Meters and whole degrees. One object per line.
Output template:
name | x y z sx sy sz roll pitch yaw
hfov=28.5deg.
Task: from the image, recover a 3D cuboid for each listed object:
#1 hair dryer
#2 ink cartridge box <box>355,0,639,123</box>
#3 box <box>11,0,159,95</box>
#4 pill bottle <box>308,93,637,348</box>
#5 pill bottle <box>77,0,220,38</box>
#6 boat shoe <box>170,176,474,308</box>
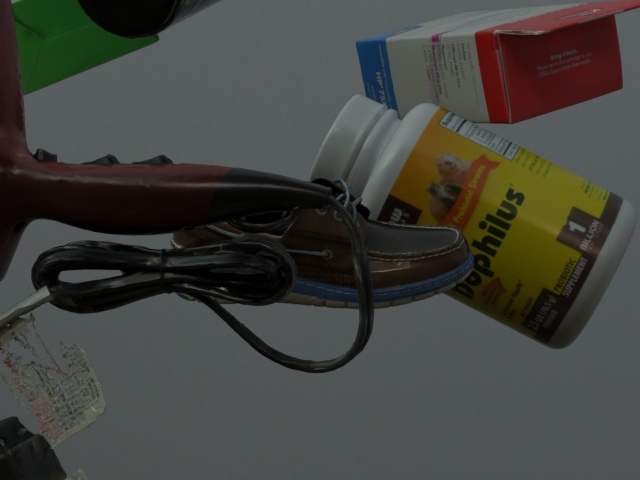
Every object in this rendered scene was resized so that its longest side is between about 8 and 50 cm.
hair dryer | -0.126 -0.019 0.633 0.293 0.224 0.080 56 0 11
ink cartridge box | 0.154 -0.149 1.055 0.231 0.134 0.078 10 -65 55
box | -0.409 -0.301 1.784 0.231 0.262 0.126 2 -65 40
pill bottle | 0.103 -0.020 0.887 0.215 0.117 0.117 27 -30 8
pill bottle | -0.143 -0.284 1.251 0.123 0.219 0.122 9 -64 19
boat shoe | 0.000 0.000 0.751 0.183 0.066 0.066 -3 -67 1
